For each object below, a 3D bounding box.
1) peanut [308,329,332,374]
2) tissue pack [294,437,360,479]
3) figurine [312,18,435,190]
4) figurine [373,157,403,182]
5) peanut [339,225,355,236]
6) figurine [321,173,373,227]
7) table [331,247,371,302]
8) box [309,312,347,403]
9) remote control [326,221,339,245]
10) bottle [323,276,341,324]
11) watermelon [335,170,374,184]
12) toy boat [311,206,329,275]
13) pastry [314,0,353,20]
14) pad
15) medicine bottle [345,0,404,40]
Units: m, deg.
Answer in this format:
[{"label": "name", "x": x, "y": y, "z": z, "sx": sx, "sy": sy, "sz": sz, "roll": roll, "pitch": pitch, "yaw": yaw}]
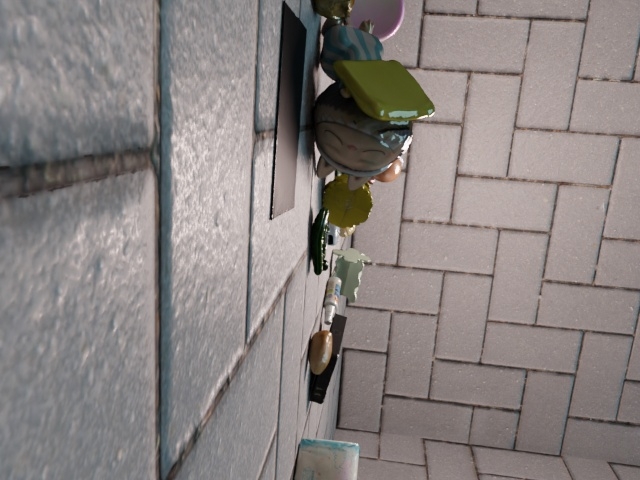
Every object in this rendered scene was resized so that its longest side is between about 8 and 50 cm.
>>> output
[{"label": "peanut", "x": -0.002, "y": 0.358, "z": 1.767, "sx": 0.076, "sy": 0.076, "sz": 0.152, "roll": 85, "pitch": 16, "yaw": -59}, {"label": "tissue pack", "x": 0.013, "y": 0.753, "z": 1.671, "sx": 0.124, "sy": 0.202, "sz": 0.271, "roll": 85, "pitch": 10, "yaw": -45}, {"label": "figurine", "x": 0.051, "y": -0.306, "z": 1.399, "sx": 0.377, "sy": 0.266, "sz": 0.361, "roll": -48, "pitch": -130, "yaw": 41}, {"label": "figurine", "x": 0.220, "y": -0.447, "z": 2.156, "sx": 0.277, "sy": 0.248, "sz": 0.388, "roll": 41, "pitch": -19, "yaw": 51}, {"label": "peanut", "x": 0.113, "y": -0.081, "z": 2.379, "sx": 0.214, "sy": 0.100, "sz": 0.099, "roll": -61, "pitch": 156, "yaw": -71}, {"label": "figurine", "x": 0.108, "y": -0.215, "z": 1.835, "sx": 0.315, "sy": 0.168, "sz": 0.187, "roll": -76, "pitch": 160, "yaw": -45}, {"label": "table", "x": 0.113, "y": 0.151, "z": 2.346, "sx": 0.166, "sy": 0.167, "sz": 0.198, "roll": -67, "pitch": 169, "yaw": -71}, {"label": "box", "x": 0.030, "y": 0.428, "z": 2.030, "sx": 0.350, "sy": 0.058, "sz": 0.211, "roll": -67, "pitch": 176, "yaw": -72}, {"label": "remote control", "x": 0.058, "y": -0.069, "z": 2.074, "sx": 0.244, "sy": 0.047, "sz": 0.087, "roll": -75, "pitch": 171, "yaw": -52}, {"label": "bottle", "x": 0.041, "y": 0.237, "z": 2.142, "sx": 0.217, "sy": 0.060, "sz": 0.060, "roll": -77, "pitch": 170, "yaw": -46}, {"label": "watermelon", "x": 0.119, "y": -0.267, "z": 2.144, "sx": 0.121, "sy": 0.158, "sz": 0.097, "roll": 39, "pitch": 52, "yaw": -49}, {"label": "toy boat", "x": 0.000, "y": 0.000, "z": 1.560, "sx": 0.104, "sy": 0.052, "sz": 0.210, "roll": -71, "pitch": 166, "yaw": -56}, {"label": "pastry", "x": 0.039, "y": -0.589, "z": 1.208, "sx": 0.182, "sy": 0.093, "sz": 0.192, "roll": -49, "pitch": 148, "yaw": -82}, {"label": "pad", "x": -0.058, "y": -0.232, "z": 1.036, "sx": 0.247, "sy": 0.007, "sz": 0.367, "roll": -56, "pitch": 151, "yaw": -79}, {"label": "medicine bottle", "x": 0.203, "y": -0.831, "z": 2.002, "sx": 0.325, "sy": 0.212, "sz": 0.212, "roll": -66, "pitch": 160, "yaw": -70}]
